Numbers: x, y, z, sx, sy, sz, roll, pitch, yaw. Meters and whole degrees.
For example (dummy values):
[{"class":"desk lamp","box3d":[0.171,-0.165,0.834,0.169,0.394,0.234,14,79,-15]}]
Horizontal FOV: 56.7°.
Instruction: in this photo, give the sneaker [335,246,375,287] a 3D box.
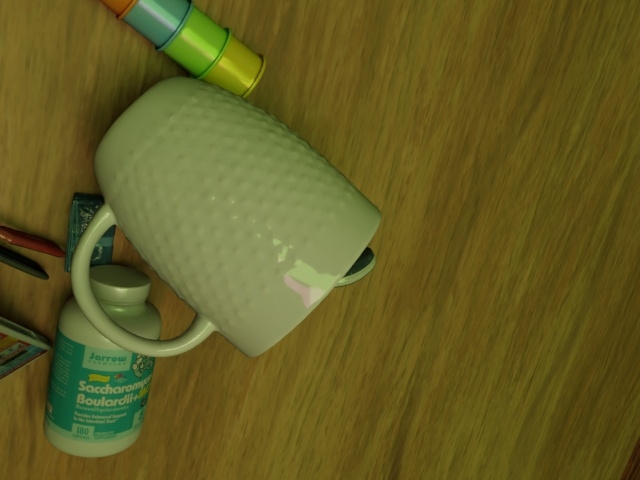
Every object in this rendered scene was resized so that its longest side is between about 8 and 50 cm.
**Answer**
[{"class":"sneaker","box3d":[0.000,0.001,1.043,0.226,0.086,0.163,-13,118,-24]}]

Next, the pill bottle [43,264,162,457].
[{"class":"pill bottle","box3d":[-0.322,0.174,0.888,0.146,0.146,0.264,5,107,-32]}]

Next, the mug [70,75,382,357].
[{"class":"mug","box3d":[-0.158,-0.016,0.802,0.328,0.276,0.374,43,75,-6]}]

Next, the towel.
[{"class":"towel","box3d":[-0.338,-0.009,0.877,0.067,0.029,0.119,3,108,-32]}]

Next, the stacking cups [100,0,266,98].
[{"class":"stacking cups","box3d":[-0.215,-0.309,0.788,0.316,0.096,0.096,36,89,-35]}]

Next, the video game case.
[{"class":"video game case","box3d":[-0.477,0.166,0.747,0.204,0.285,0.025,-32,79,-16]}]

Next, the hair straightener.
[{"class":"hair straightener","box3d":[-0.443,0.017,0.764,0.089,0.047,0.230,-55,154,1]}]
